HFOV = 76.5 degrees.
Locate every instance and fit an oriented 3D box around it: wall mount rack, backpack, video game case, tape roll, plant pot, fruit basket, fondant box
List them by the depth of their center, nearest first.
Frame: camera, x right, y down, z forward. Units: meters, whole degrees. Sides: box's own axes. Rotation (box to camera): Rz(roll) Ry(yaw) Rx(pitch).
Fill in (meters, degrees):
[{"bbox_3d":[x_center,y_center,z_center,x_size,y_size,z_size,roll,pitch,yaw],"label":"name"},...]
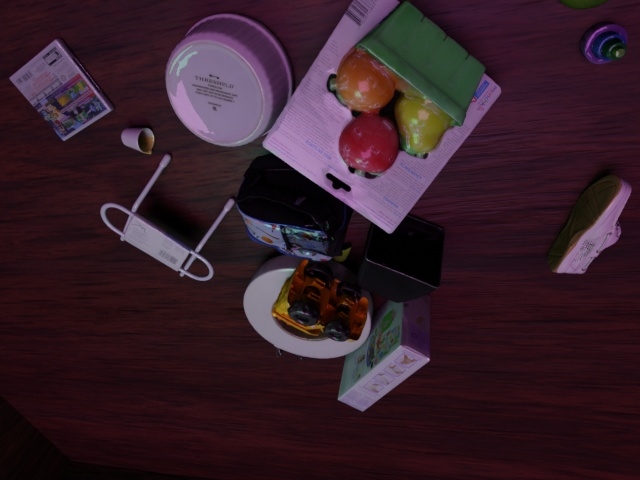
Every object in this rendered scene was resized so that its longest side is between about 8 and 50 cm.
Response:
[{"bbox_3d":[0.117,-0.239,0.789,0.327,0.165,0.353,33,110,-12],"label":"fruit basket"},{"bbox_3d":[-0.054,-0.088,0.954,0.263,0.276,0.213,13,142,8],"label":"backpack"},{"bbox_3d":[-0.648,-0.370,1.020,0.201,0.023,0.183,-18,120,24],"label":"video game case"},{"bbox_3d":[0.187,0.051,1.040,0.187,0.188,0.167,22,143,-3],"label":"plant pot"},{"bbox_3d":[-0.415,-0.051,1.144,0.350,0.130,0.304,34,130,-13],"label":"wall mount rack"},{"bbox_3d":[0.185,0.315,1.191,0.096,0.238,0.330,28,128,-7],"label":"fondant box"},{"bbox_3d":[-0.038,0.208,1.216,0.392,0.072,0.392,7,129,9],"label":"tape roll"}]

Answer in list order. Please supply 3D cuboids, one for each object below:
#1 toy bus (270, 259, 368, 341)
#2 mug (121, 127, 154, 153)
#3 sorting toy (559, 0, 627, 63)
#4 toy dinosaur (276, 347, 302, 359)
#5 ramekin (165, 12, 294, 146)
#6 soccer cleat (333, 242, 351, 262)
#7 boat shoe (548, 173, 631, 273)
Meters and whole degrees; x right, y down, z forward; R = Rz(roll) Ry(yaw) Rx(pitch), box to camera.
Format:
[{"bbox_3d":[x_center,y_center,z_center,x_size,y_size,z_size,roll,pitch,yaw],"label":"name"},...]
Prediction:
[{"bbox_3d":[-0.017,0.183,1.062,0.220,0.149,0.211,32,141,-13],"label":"toy bus"},{"bbox_3d":[-0.472,-0.254,1.041,0.064,0.062,0.078,13,122,14],"label":"mug"},{"bbox_3d":[0.437,-0.447,0.625,0.127,0.126,0.365,-14,121,23],"label":"sorting toy"},{"bbox_3d":[-0.094,0.352,1.403,0.268,0.064,0.118,18,114,1],"label":"toy dinosaur"},{"bbox_3d":[-0.201,-0.328,0.873,0.273,0.127,0.273,7,128,9],"label":"ramekin"},{"bbox_3d":[0.000,0.000,1.120,0.179,0.060,0.072,24,119,-13],"label":"soccer cleat"},{"bbox_3d":[0.623,-0.027,0.918,0.096,0.098,0.277,11,137,5],"label":"boat shoe"}]
